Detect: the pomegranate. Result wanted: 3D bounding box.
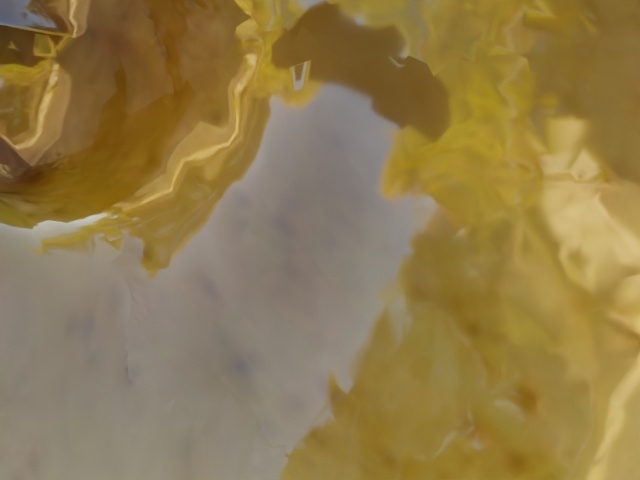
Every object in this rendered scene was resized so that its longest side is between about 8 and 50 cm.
[{"bbox_3d":[0.000,0.000,0.450,0.342,0.342,0.342,179,90,-87],"label":"pomegranate"}]
